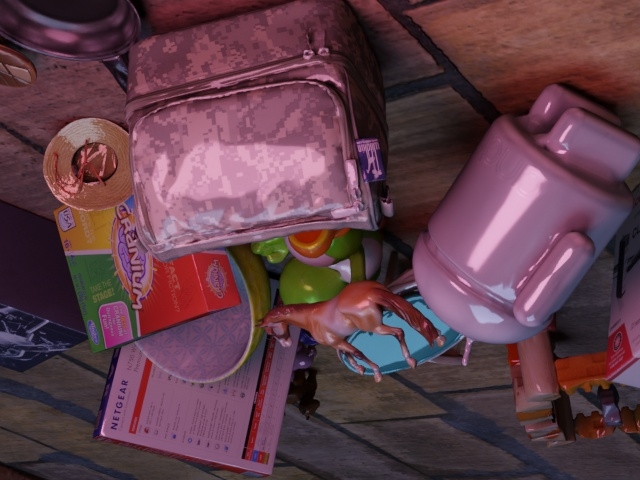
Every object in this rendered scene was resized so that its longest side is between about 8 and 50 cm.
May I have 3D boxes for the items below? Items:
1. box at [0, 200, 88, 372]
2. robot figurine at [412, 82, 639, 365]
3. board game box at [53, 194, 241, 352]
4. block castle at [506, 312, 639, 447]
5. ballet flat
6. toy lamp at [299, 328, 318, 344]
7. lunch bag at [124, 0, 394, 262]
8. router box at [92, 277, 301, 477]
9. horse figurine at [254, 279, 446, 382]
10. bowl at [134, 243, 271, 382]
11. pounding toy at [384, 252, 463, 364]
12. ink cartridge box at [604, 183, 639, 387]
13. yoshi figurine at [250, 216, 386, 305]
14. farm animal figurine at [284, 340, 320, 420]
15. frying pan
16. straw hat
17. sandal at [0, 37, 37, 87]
[{"bbox_3d":[-0.589,0.070,2.035,0.343,0.179,0.312,23,150,-29],"label":"box"},{"bbox_3d":[0.247,-0.016,1.468,0.200,0.300,0.353,24,112,-19],"label":"robot figurine"},{"bbox_3d":[-0.268,0.020,1.767,0.064,0.242,0.316,-12,173,-44],"label":"board game box"},{"bbox_3d":[0.465,0.184,1.929,0.303,0.212,0.453,-11,157,12],"label":"block castle"},{"bbox_3d":[0.191,0.064,1.731,0.400,0.139,0.139,-38,133,28],"label":"ballet flat"},{"bbox_3d":[0.016,0.118,2.072,0.080,0.080,0.274,14,152,-11],"label":"toy lamp"},{"bbox_3d":[-0.068,-0.111,1.368,0.305,0.256,0.212,-10,153,14],"label":"lunch bag"},{"bbox_3d":[-0.200,0.207,2.015,0.301,0.335,0.082,17,162,-15],"label":"router box"},{"bbox_3d":[0.054,0.116,1.596,0.174,0.066,0.263,43,142,-17],"label":"horse figurine"},{"bbox_3d":[-0.179,0.066,1.891,0.289,0.289,0.156,-13,-170,38],"label":"bowl"},{"bbox_3d":[0.177,0.108,1.923,0.154,0.154,0.269,13,-172,17],"label":"pounding toy"},{"bbox_3d":[0.470,0.042,1.548,0.114,0.272,0.197,14,154,-4],"label":"ink cartridge box"},{"bbox_3d":[-0.011,0.026,1.725,0.203,0.203,0.362,-10,160,14],"label":"yoshi figurine"},{"bbox_3d":[-0.154,0.298,2.384,0.327,0.172,0.330,-1,153,20],"label":"farm animal figurine"},{"bbox_3d":[-0.257,-0.252,1.410,0.326,0.053,0.197,25,150,-35],"label":"frying pan"},{"bbox_3d":[-0.323,-0.115,1.698,0.144,0.144,0.061,7,-164,3],"label":"straw hat"},{"bbox_3d":[-0.437,-0.248,1.485,0.180,0.049,0.072,20,150,10],"label":"sandal"}]
